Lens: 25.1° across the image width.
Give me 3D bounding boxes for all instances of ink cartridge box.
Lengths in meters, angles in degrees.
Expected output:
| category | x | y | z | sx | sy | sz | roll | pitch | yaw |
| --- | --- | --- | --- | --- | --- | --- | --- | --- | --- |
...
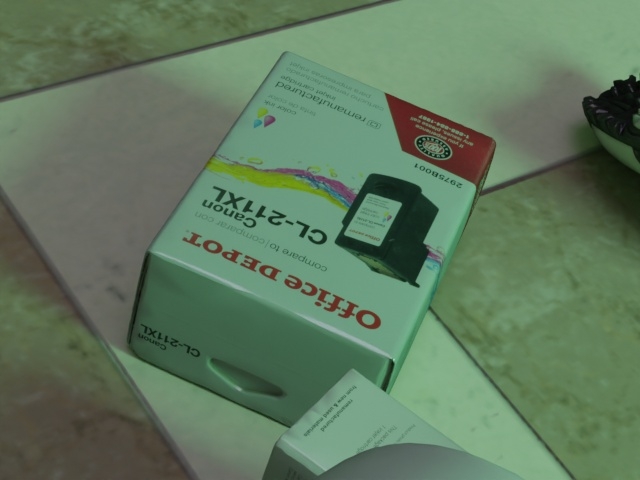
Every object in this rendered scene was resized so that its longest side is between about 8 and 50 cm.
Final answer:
| category | x | y | z | sx | sy | sz | roll | pitch | yaw |
| --- | --- | --- | --- | --- | --- | --- | --- | --- | --- |
| ink cartridge box | 0.039 | 0.133 | 0.585 | 0.135 | 0.099 | 0.056 | 35 | 46 | 15 |
| ink cartridge box | 0.000 | 0.000 | 0.719 | 0.127 | 0.072 | 0.175 | 24 | 44 | 5 |

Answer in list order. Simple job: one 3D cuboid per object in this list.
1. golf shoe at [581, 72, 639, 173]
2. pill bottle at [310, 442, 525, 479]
| category | x | y | z | sx | sy | sz | roll | pitch | yaw |
| --- | --- | --- | --- | --- | --- | --- | --- | --- | --- |
| golf shoe | 0.255 | -0.018 | 0.805 | 0.105 | 0.120 | 0.273 | -28 | 37 | -29 |
| pill bottle | -0.061 | 0.206 | 0.394 | 0.210 | 0.210 | 0.363 | 41 | 42 | 22 |
